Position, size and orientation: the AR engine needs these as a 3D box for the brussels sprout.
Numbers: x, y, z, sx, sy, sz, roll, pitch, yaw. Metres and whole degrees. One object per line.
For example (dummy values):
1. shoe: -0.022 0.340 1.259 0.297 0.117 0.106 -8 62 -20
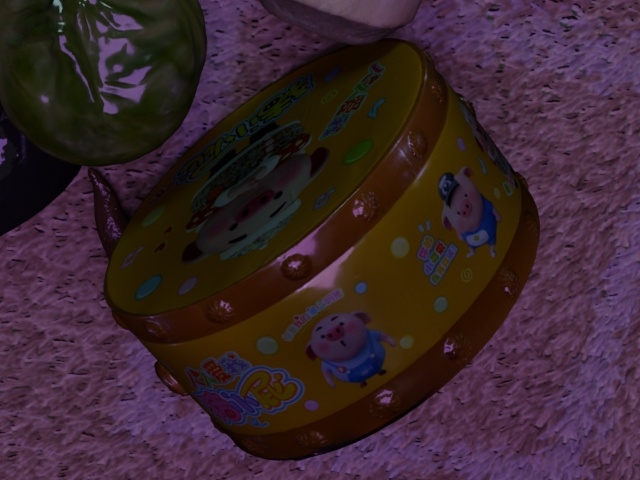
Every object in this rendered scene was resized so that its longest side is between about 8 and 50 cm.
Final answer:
1. brussels sprout: -0.228 -0.197 1.433 0.244 0.244 0.244 -4 116 -8

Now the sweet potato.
1. sweet potato: -0.214 0.019 1.618 0.068 0.068 0.226 -25 116 2

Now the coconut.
1. coconut: 0.030 -0.318 1.426 0.202 0.202 0.222 13 115 -16

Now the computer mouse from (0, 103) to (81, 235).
1. computer mouse: -0.384 -0.075 1.524 0.269 0.100 0.170 -27 114 3

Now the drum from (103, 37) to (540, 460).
1. drum: 0.000 0.000 1.455 0.431 0.431 0.214 -37 114 8
